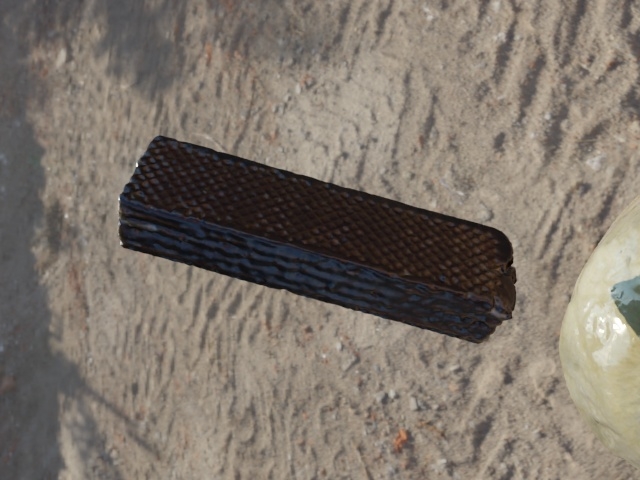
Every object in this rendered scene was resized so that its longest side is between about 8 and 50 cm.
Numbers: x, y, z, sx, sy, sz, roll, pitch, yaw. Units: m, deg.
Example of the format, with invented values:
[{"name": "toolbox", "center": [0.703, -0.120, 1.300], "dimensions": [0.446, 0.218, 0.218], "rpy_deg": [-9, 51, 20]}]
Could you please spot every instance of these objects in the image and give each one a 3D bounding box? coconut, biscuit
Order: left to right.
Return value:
[{"name": "biscuit", "center": [0.000, 0.000, 0.654], "dimensions": [0.073, 0.388, 0.107], "rpy_deg": [106, 179, -46]}, {"name": "coconut", "center": [0.478, 0.092, 0.729], "dimensions": [0.415, 0.415, 0.345], "rpy_deg": [-8, 99, 49]}]
